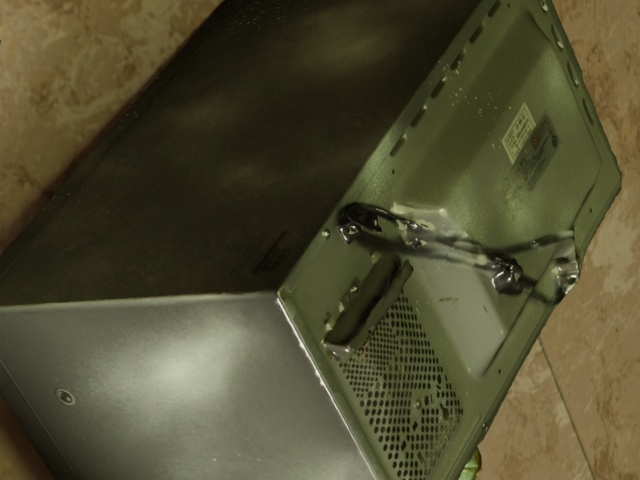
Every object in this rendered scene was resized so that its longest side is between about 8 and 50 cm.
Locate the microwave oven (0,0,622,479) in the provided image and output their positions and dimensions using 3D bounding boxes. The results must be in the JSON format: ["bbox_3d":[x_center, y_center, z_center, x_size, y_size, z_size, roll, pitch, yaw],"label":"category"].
[{"bbox_3d":[0.000,0.000,1.485,0.432,0.374,0.236,-55,127,-40],"label":"microwave oven"}]

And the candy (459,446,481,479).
[{"bbox_3d":[0.123,0.140,1.871,0.061,0.061,0.203,9,74,-49],"label":"candy"}]
